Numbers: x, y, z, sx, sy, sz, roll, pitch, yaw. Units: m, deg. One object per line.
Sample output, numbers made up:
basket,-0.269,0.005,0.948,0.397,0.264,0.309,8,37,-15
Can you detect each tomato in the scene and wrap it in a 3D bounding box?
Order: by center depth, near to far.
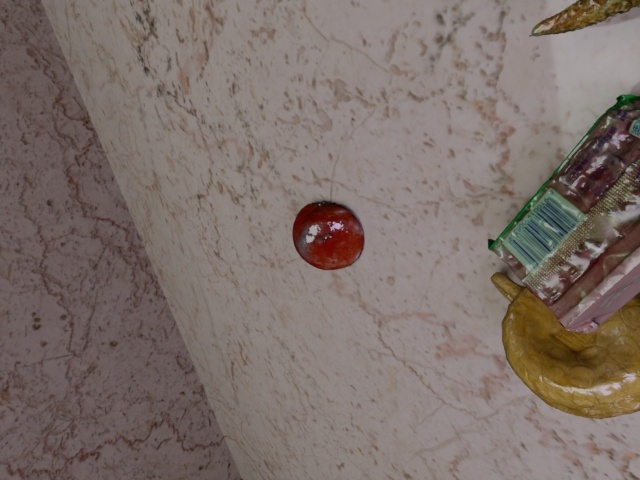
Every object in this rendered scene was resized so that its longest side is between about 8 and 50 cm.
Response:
tomato,0.000,0.000,0.960,0.190,0.099,0.173,13,119,40

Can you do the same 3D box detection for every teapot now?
teapot,0.387,0.152,0.614,0.167,0.203,0.311,38,-175,-41

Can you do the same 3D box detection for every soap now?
soap,0.352,-0.030,0.505,0.273,0.098,0.217,-60,41,30

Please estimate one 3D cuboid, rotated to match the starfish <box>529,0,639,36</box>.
starfish,0.338,-0.262,0.320,0.347,0.358,0.078,-30,47,55
